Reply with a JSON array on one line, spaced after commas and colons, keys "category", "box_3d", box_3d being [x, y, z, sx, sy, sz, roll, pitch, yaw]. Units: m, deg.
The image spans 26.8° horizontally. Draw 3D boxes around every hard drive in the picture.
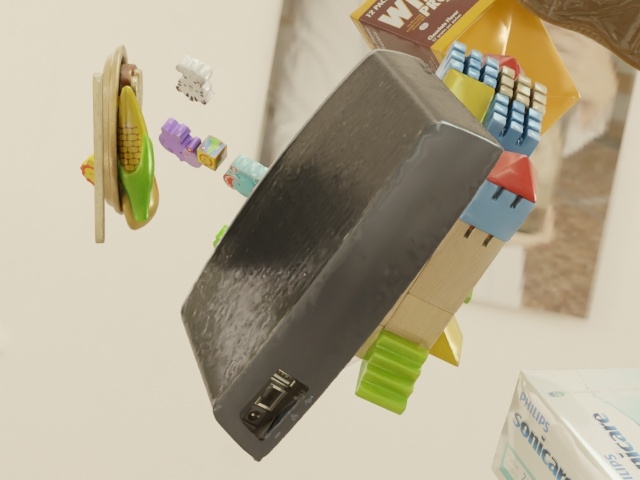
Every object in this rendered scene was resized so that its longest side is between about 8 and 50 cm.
[{"category": "hard drive", "box_3d": [0.000, 0.000, 0.878, 0.054, 0.255, 0.172, 29, 16, -28]}]

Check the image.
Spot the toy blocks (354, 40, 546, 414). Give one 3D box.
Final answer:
[{"category": "toy blocks", "box_3d": [0.117, -0.062, 1.280, 0.190, 0.261, 0.381, 25, 37, -7]}]

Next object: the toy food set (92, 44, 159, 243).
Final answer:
[{"category": "toy food set", "box_3d": [-0.136, -0.076, 0.975, 0.038, 0.132, 0.192, 0, 15, -4]}]

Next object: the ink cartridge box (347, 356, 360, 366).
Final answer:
[{"category": "ink cartridge box", "box_3d": [-0.043, 0.136, 1.877, 0.190, 0.140, 0.082, -28, 11, -15]}]

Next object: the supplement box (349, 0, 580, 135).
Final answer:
[{"category": "supplement box", "box_3d": [0.172, -0.222, 1.612, 0.194, 0.129, 0.191, 34, -16, 53]}]

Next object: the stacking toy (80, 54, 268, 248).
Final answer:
[{"category": "stacking toy", "box_3d": [-0.104, -0.076, 1.346, 0.221, 0.167, 0.052, 30, -30, 15]}]

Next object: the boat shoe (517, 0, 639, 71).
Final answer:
[{"category": "boat shoe", "box_3d": [0.282, -0.274, 1.468, 0.285, 0.104, 0.089, 35, 11, -16]}]

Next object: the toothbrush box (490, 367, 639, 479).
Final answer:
[{"category": "toothbrush box", "box_3d": [0.346, 0.225, 1.272, 0.295, 0.126, 0.216, 2, 27, -23]}]
